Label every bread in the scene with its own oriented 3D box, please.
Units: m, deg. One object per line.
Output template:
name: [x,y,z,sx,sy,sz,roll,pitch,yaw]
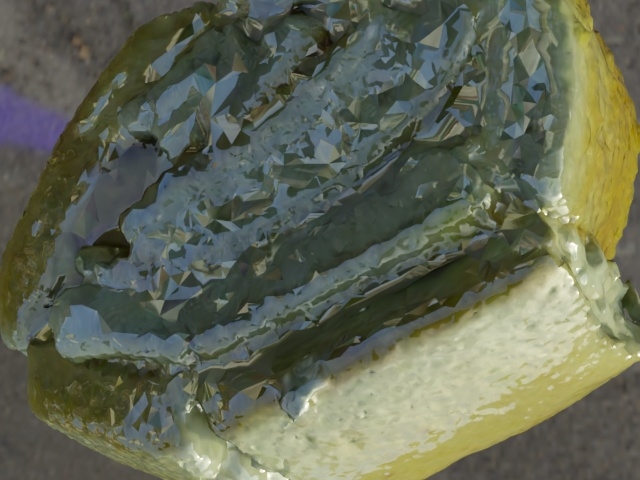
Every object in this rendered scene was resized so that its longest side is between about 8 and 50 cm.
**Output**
bread: [0.000,0.000,0.652,0.257,0.186,0.124,-36,150,15]
